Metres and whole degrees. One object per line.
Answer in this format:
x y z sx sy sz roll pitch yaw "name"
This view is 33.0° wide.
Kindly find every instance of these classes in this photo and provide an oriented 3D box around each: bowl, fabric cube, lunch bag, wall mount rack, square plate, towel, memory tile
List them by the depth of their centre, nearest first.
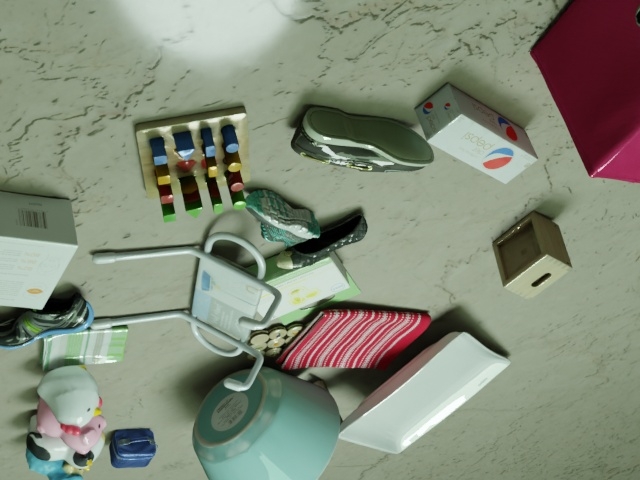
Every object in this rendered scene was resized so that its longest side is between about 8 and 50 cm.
0.501 -0.249 1.521 0.259 0.254 0.258 5 142 -31 "fabric cube"
-0.229 0.113 1.846 0.304 0.130 0.350 25 141 6 "wall mount rack"
-0.429 0.197 1.959 0.152 0.023 0.113 -3 145 -20 "towel"
-0.070 0.198 2.122 0.148 0.012 0.113 -8 148 -15 "memory tile"
-0.131 0.372 2.140 0.312 0.311 0.163 -29 125 18 "bowl"
0.071 0.202 2.167 0.275 0.031 0.199 5 140 -36 "towel"
-0.393 0.439 2.285 0.099 0.067 0.065 1 143 -27 "lunch bag"
0.224 0.327 2.336 0.347 0.049 0.344 -41 150 10 "square plate"

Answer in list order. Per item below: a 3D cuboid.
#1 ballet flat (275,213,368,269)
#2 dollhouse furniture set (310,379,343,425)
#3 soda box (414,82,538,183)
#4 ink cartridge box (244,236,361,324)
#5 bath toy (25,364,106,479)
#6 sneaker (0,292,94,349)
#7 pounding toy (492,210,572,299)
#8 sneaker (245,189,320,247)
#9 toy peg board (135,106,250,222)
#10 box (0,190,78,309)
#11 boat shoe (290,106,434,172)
0.000 0.000 1.830 0.173 0.057 0.049 -25 136 -15 "ballet flat"
-0.012 0.384 2.352 0.129 0.128 0.184 -29 169 16 "dollhouse furniture set"
0.248 -0.165 1.695 0.074 0.069 0.216 -38 142 28 "soda box"
-0.028 0.095 1.964 0.171 0.056 0.235 -23 145 8 "ink cartridge box"
-0.480 0.365 2.065 0.152 0.129 0.348 -4 148 -22 "bath toy"
-0.479 0.129 1.816 0.188 0.067 0.078 -15 125 0 "sneaker"
0.389 0.035 2.009 0.100 0.130 0.141 25 129 -30 "pounding toy"
-0.075 -0.027 1.761 0.076 0.065 0.166 -31 143 27 "sneaker"
-0.178 -0.103 1.586 0.161 0.079 0.160 -11 146 -10 "toy peg board"
-0.458 0.017 1.623 0.130 0.091 0.170 8 139 -33 "box"
0.064 -0.143 1.641 0.228 0.081 0.068 12 140 -26 "boat shoe"
